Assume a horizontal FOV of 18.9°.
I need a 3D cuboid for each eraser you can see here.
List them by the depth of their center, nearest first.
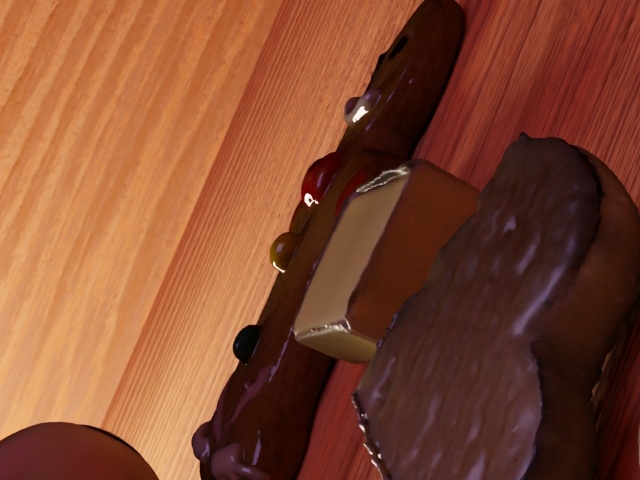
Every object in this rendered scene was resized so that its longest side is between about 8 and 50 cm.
[{"bbox_3d":[0.040,0.017,1.230,0.117,0.058,0.172,-67,9,-10],"label":"eraser"}]

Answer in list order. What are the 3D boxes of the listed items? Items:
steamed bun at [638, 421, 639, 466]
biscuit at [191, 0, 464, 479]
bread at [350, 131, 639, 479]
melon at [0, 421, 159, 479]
[{"bbox_3d":[0.152,-0.003,0.521,0.177,0.106,0.192,-51,-23,-71],"label":"steamed bun"},{"bbox_3d":[-0.001,-0.001,1.496,0.283,0.064,0.432,174,119,-80],"label":"biscuit"},{"bbox_3d":[0.075,0.068,0.846,0.172,0.064,0.232,-33,34,49],"label":"bread"},{"bbox_3d":[-0.230,0.300,1.550,0.223,0.223,0.317,128,163,-55],"label":"melon"}]
